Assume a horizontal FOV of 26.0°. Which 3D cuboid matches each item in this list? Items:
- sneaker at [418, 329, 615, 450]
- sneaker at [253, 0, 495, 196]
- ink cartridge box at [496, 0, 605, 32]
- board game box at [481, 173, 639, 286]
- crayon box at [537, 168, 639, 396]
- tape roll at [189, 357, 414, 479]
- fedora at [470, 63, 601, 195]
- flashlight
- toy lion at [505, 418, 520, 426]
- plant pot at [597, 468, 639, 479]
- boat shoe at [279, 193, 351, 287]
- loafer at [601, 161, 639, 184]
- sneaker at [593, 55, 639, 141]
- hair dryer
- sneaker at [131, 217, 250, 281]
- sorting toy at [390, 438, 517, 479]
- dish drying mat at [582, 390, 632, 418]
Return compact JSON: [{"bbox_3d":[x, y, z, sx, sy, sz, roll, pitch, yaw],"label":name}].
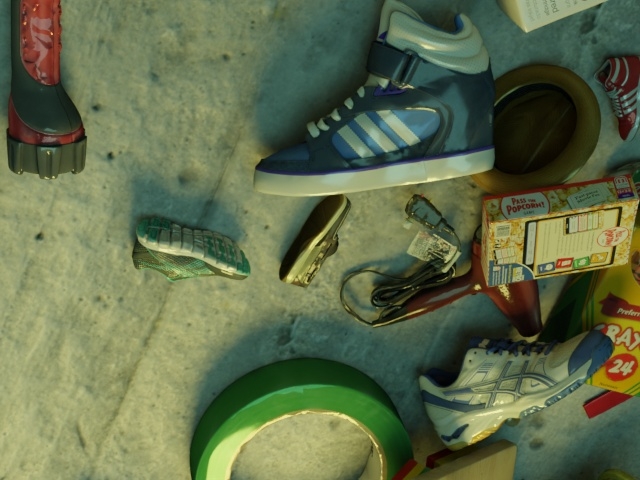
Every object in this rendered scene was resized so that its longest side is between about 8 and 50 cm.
[{"bbox_3d":[0.264,0.183,1.939,0.296,0.112,0.131,-32,85,25],"label":"sneaker"},{"bbox_3d":[0.062,-0.188,1.776,0.323,0.130,0.236,-6,98,6],"label":"sneaker"},{"bbox_3d":[0.338,-0.408,1.715,0.273,0.114,0.198,-22,117,-1],"label":"ink cartridge box"},{"bbox_3d":[0.309,-0.011,1.808,0.194,0.045,0.146,-9,143,-2],"label":"board game box"},{"bbox_3d":[0.467,0.070,1.969,0.202,0.081,0.318,14,118,-17],"label":"crayon box"},{"bbox_3d":[-0.027,0.328,2.012,0.321,0.077,0.321,-5,117,-10],"label":"tape roll"},{"bbox_3d":[0.283,-0.136,1.836,0.194,0.194,0.079,-39,154,8],"label":"fedora"},{"bbox_3d":[-0.330,-0.229,1.668,0.103,0.103,0.304,1,115,-11],"label":"flashlight"},{"bbox_3d":[0.270,0.223,2.052,0.100,0.034,0.096,12,105,-17],"label":"toy lion"},{"bbox_3d":[0.400,0.521,2.050,0.254,0.276,0.276,-28,118,-15],"label":"plant pot"},{"bbox_3d":[0.000,0.000,1.878,0.049,0.056,0.152,25,117,-26],"label":"boat shoe"},{"bbox_3d":[0.452,-0.094,1.938,0.125,0.039,0.045,-8,148,-2],"label":"loafer"},{"bbox_3d":[0.401,-0.192,1.872,0.067,0.042,0.118,0,108,-16],"label":"sneaker"},{"bbox_3d":[0.195,0.055,1.947,0.294,0.080,0.223,24,124,-15],"label":"hair dryer"},{"bbox_3d":[-0.176,0.025,1.854,0.167,0.065,0.076,19,126,-16],"label":"sneaker"},{"bbox_3d":[0.156,0.424,2.001,0.255,0.089,0.257,-14,117,-42],"label":"sorting toy"},{"bbox_3d":[0.441,0.242,2.107,0.083,0.008,0.032,-29,118,2],"label":"dish drying mat"}]
